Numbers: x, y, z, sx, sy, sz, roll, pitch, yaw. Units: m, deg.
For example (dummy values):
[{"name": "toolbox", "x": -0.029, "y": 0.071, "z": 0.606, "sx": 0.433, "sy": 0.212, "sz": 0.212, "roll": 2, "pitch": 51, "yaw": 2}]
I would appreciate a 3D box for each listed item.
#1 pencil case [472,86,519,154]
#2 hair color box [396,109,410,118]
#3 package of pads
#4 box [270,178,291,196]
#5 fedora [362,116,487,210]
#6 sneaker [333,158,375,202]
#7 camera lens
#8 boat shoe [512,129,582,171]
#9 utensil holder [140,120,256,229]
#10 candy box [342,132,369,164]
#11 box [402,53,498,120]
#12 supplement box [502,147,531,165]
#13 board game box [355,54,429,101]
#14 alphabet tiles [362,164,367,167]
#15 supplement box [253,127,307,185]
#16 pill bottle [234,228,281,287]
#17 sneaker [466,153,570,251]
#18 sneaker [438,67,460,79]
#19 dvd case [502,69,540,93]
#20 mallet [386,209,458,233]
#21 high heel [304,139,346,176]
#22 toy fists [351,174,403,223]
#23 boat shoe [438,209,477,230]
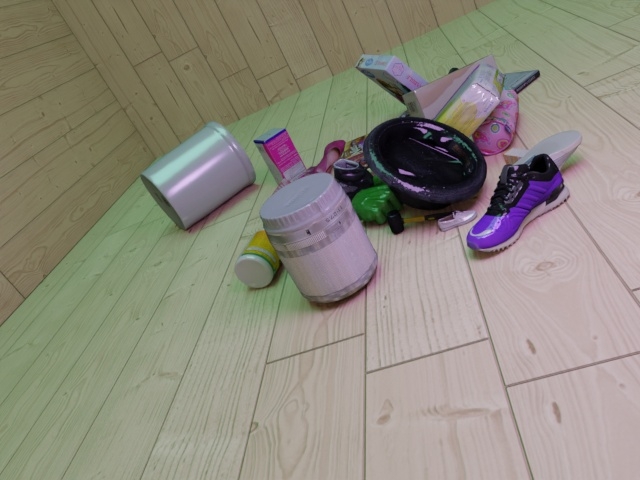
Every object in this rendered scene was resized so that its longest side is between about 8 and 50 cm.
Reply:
[{"name": "pencil case", "x": 0.547, "y": -0.379, "z": 1.631, "sx": 0.124, "sy": 0.124, "sz": 0.284, "roll": -10, "pitch": 30, "yaw": 33}, {"name": "hair color box", "x": 0.336, "y": -0.458, "z": 2.032, "sx": 0.167, "sy": 0.053, "sz": 0.093, "roll": -41, "pitch": 26, "yaw": -1}, {"name": "package of pads", "x": 0.411, "y": -0.367, "z": 1.565, "sx": 0.296, "sy": 0.101, "sz": 0.229, "roll": -52, "pitch": 4, "yaw": 39}, {"name": "box", "x": -0.055, "y": -0.077, "z": 1.594, "sx": 0.122, "sy": 0.128, "sz": 0.257, "roll": -53, "pitch": 35, "yaw": 3}, {"name": "fedora", "x": 0.272, "y": -0.186, "z": 1.430, "sx": 0.335, "sy": 0.152, "sz": 0.333, "roll": 2, "pitch": 52, "yaw": -3}, {"name": "sneaker", "x": 0.052, "y": -0.176, "z": 1.709, "sx": 0.269, "sy": 0.153, "sz": 0.101, "roll": -19, "pitch": 27, "yaw": 18}, {"name": "camera lens", "x": 0.000, "y": 0.000, "z": 1.296, "sx": 0.220, "sy": 0.274, "sz": 0.219, "roll": -23, "pitch": 26, "yaw": 12}, {"name": "boat shoe", "x": 0.553, "y": -0.184, "z": 1.306, "sx": 0.228, "sy": 0.081, "sz": 0.079, "roll": -36, "pitch": 33, "yaw": 1}, {"name": "utensil holder", "x": -0.531, "y": -0.277, "z": 2.287, "sx": 0.385, "sy": 0.327, "sz": 0.328, "roll": -41, "pitch": 28, "yaw": -20}, {"name": "candy box", "x": 0.148, "y": -0.346, "z": 2.042, "sx": 0.109, "sy": 0.053, "sz": 0.186, "roll": -19, "pitch": 26, "yaw": 19}, {"name": "box", "x": 0.467, "y": -0.530, "z": 1.862, "sx": 0.311, "sy": 0.121, "sz": 0.148, "roll": -26, "pitch": 11, "yaw": -6}, {"name": "supplement box", "x": 0.537, "y": -0.206, "z": 1.387, "sx": 0.036, "sy": 0.062, "sz": 0.098, "roll": -35, "pitch": 25, "yaw": -14}, {"name": "board game box", "x": 0.325, "y": -0.614, "z": 2.070, "sx": 0.065, "sy": 0.318, "sz": 0.318, "roll": -57, "pitch": 24, "yaw": 7}, {"name": "alphabet tiles", "x": 0.085, "y": -0.224, "z": 1.836, "sx": 0.237, "sy": 0.009, "sz": 0.198, "roll": -22, "pitch": 1, "yaw": 11}, {"name": "supplement box", "x": -0.159, "y": -0.336, "z": 2.136, "sx": 0.114, "sy": 0.219, "sz": 0.111, "roll": -37, "pitch": 27, "yaw": -19}, {"name": "pill bottle", "x": -0.167, "y": 0.037, "z": 1.578, "sx": 0.118, "sy": 0.117, "sz": 0.208, "roll": -15, "pitch": 29, "yaw": 27}, {"name": "sneaker", "x": 0.431, "y": -0.098, "z": 1.197, "sx": 0.293, "sy": 0.146, "sz": 0.102, "roll": -36, "pitch": 26, "yaw": -16}, {"name": "sneaker", "x": 0.552, "y": -0.632, "z": 2.152, "sx": 0.106, "sy": 0.101, "sz": 0.267, "roll": 22, "pitch": 41, "yaw": 21}, {"name": "dvd case", "x": 0.673, "y": -0.581, "z": 1.980, "sx": 0.179, "sy": 0.029, "sz": 0.239, "roll": -38, "pitch": 28, "yaw": -20}, {"name": "mallet", "x": 0.274, "y": -0.051, "z": 1.406, "sx": 0.190, "sy": 0.062, "sz": 0.039, "roll": -1, "pitch": 36, "yaw": 19}, {"name": "high heel", "x": 0.048, "y": -0.319, "z": 2.061, "sx": 0.117, "sy": 0.082, "sz": 0.244, "roll": 11, "pitch": 44, "yaw": 47}, {"name": "toy fists", "x": 0.211, "y": -0.152, "z": 1.579, "sx": 0.142, "sy": 0.096, "sz": 0.279, "roll": -8, "pitch": 33, "yaw": 50}, {"name": "boat shoe", "x": 0.347, "y": -0.059, "z": 1.335, "sx": 0.100, "sy": 0.035, "sz": 0.035, "roll": -22, "pitch": 26, "yaw": 13}]
